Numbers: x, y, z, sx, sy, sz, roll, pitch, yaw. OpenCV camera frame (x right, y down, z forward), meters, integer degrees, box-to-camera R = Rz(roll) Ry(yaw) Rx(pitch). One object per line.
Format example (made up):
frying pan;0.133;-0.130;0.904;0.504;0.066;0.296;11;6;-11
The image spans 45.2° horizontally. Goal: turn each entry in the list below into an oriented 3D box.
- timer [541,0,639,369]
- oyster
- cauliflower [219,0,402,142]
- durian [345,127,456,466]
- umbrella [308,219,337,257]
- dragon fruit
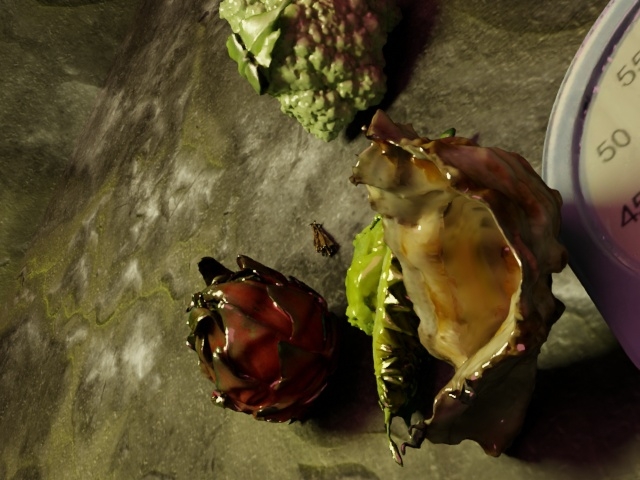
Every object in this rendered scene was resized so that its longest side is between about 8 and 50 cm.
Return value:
timer;0.312;-0.095;0.493;0.395;0.173;0.395;-34;43;40
oyster;0.111;0.062;0.571;0.133;0.337;0.198;-12;42;-2
cauliflower;-0.023;-0.273;1.092;0.315;0.256;0.239;151;140;-87
durian;0.085;0.037;0.791;0.132;0.106;0.375;-21;47;54
umbrella;0.000;-0.002;1.012;0.083;0.031;0.020;-111;23;-52
dragon fruit;-0.061;0.117;0.863;0.182;0.188;0.182;-21;62;45
